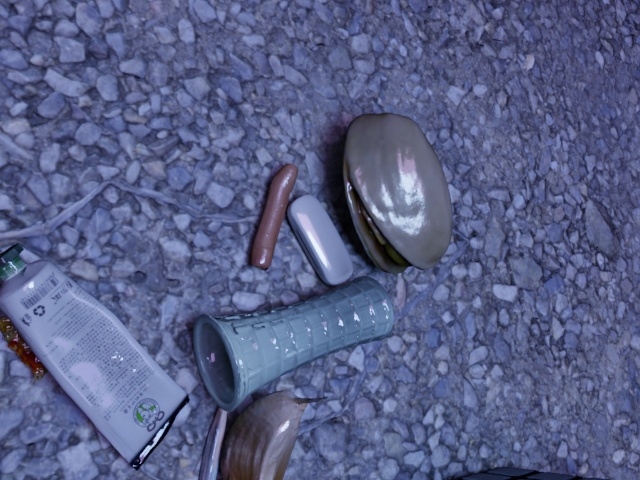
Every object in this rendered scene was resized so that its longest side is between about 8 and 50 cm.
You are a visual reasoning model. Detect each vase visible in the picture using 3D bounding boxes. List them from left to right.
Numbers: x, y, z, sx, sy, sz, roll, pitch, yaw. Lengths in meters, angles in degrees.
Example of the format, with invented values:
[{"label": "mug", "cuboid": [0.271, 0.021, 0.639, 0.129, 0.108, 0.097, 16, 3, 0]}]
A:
[{"label": "vase", "cuboid": [-0.030, 0.141, 0.923, 0.299, 0.143, 0.143, -15, 88, -33]}]

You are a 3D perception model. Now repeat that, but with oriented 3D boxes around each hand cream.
[{"label": "hand cream", "cuboid": [-0.305, 0.149, 0.790, 0.121, 0.076, 0.336, -48, 115, -32]}]

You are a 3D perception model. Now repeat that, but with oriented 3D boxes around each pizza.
[{"label": "pizza", "cuboid": [-0.363, 0.124, 0.799, 0.099, 0.029, 0.100, -33, 98, -30]}]

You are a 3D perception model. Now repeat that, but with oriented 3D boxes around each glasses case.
[{"label": "glasses case", "cuboid": [0.000, 0.000, 1.016, 0.063, 0.041, 0.164, -33, 98, -28]}]

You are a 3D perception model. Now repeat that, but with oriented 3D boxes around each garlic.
[{"label": "garlic", "cuboid": [-0.069, 0.289, 0.864, 0.090, 0.128, 0.198, 34, 82, -39]}]

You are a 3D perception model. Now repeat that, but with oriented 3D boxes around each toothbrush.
[{"label": "toothbrush", "cuboid": [-0.176, 0.422, 0.848, 0.037, 0.028, 0.375, 20, 72, -36]}]

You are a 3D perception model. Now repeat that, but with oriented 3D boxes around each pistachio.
[{"label": "pistachio", "cuboid": [0.125, -0.083, 1.026, 0.197, 0.166, 0.288, -16, 88, -45]}]

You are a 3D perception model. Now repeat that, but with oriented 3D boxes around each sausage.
[{"label": "sausage", "cuboid": [-0.077, -0.041, 0.980, 0.043, 0.043, 0.186, 23, 71, -24]}]

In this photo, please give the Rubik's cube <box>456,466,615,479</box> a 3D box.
[{"label": "Rubik's cube", "cuboid": [0.346, 0.554, 0.901, 0.337, 0.343, 0.344, 10, 73, -41]}]
